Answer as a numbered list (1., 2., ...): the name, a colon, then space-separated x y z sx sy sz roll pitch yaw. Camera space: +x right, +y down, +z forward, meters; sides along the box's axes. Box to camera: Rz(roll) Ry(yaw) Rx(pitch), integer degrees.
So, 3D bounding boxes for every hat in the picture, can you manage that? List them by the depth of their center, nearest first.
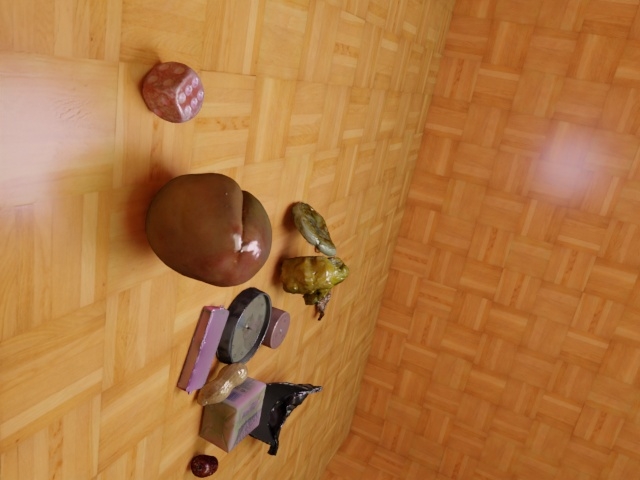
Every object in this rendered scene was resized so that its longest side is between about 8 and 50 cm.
1. hat: -0.198 0.697 2.199 0.382 0.257 0.366 44 79 -30

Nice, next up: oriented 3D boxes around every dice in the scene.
1. dice: -0.303 -0.306 1.072 0.093 0.091 0.094 -62 157 -27

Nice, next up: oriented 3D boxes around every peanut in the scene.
1. peanut: -0.317 0.464 1.667 0.187 0.082 0.082 -42 149 -21

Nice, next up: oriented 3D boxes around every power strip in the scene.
1. power strip: -0.352 0.324 1.567 0.278 0.038 0.109 -72 161 -2
2. power strip: -0.181 0.333 1.968 0.154 0.078 0.154 -54 155 -41

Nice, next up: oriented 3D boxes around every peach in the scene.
1. peach: -0.245 -0.019 1.170 0.247 0.292 0.292 -46 160 3

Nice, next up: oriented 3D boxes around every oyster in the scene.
1. oyster: 0.013 0.302 2.493 0.105 0.056 0.177 -31 138 -78

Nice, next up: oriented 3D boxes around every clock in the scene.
1. clock: -0.256 0.297 1.774 0.280 0.056 0.280 -54 154 -42

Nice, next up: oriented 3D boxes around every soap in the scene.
1. soap: -0.300 0.587 1.782 0.199 0.139 0.182 -25 129 -63

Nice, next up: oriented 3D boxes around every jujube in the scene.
1. jujube: -0.395 0.773 1.782 0.129 0.077 0.077 46 64 -69

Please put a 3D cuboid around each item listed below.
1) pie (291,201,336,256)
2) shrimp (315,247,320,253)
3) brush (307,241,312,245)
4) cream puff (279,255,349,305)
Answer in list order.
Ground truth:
1. pie: -0.018 -0.041 1.897 0.054 0.240 0.240 -38 167 17
2. shrimp: 0.000 0.000 2.239 0.127 0.025 0.091 83 31 -58
3. brush: -0.039 0.008 2.162 0.083 0.013 0.016 40 67 -70
4. cream puff: -0.022 0.151 1.942 0.282 0.282 0.185 22 66 -70
